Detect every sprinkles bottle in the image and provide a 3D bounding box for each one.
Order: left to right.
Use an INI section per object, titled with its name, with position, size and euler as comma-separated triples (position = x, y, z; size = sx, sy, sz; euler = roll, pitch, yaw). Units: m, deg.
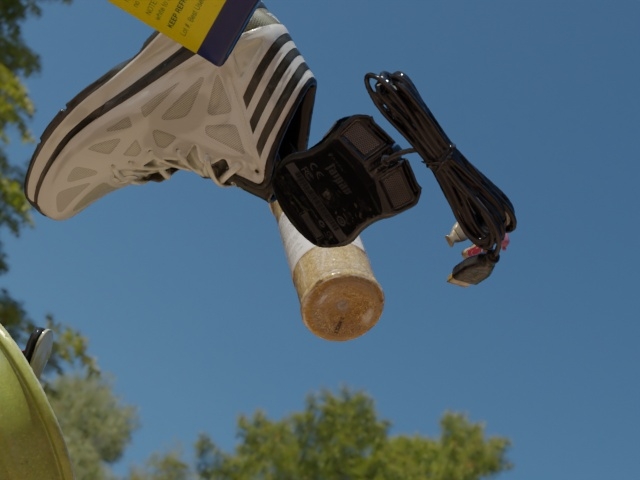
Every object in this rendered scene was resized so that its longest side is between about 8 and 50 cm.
[sprinkles bottle]
position = 0.000, 0.000, 1.774
size = 0.121, 0.355, 0.121
euler = -6, -56, -8

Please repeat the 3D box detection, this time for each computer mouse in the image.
[computer mouse]
position = 0.067, -0.034, 0.999
size = 0.184, 0.060, 0.262
euler = 51, -29, 0

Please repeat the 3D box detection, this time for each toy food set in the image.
[toy food set]
position = 0.228, -0.010, 1.650
size = 0.078, 0.122, 0.019
euler = 53, -38, -9

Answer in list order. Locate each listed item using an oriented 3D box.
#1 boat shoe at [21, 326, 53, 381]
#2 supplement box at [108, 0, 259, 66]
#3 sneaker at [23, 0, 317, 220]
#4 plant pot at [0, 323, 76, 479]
[boat shoe]
position = -0.352, 0.153, 1.419
size = 0.042, 0.049, 0.133
euler = 29, -58, 9
[supplement box]
position = -0.168, -0.350, 0.999
size = 0.357, 0.195, 0.194
euler = 30, -39, -10
[sneaker]
position = -0.191, -0.114, 1.589
size = 0.447, 0.169, 0.257
euler = -40, -102, 20
[plant pot]
position = -0.426, 0.238, 1.219
size = 0.276, 0.254, 0.276
euler = 34, -43, 40
